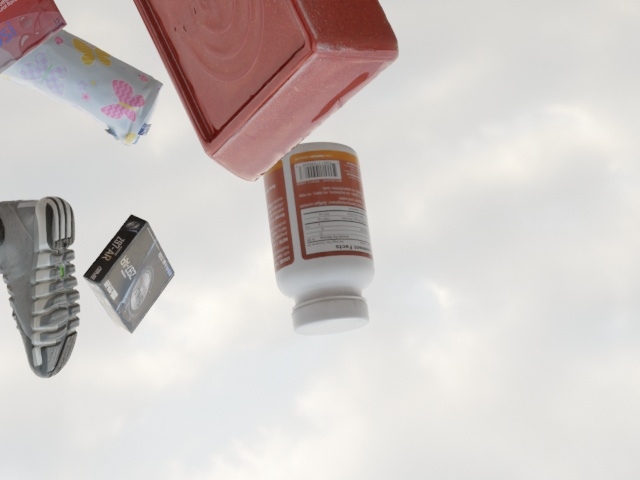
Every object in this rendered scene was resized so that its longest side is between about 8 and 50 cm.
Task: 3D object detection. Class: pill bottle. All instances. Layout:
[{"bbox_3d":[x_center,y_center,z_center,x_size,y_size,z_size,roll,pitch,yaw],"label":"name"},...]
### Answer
[{"bbox_3d":[0.000,0.000,1.266,0.121,0.121,0.216,-5,-105,-7],"label":"pill bottle"}]

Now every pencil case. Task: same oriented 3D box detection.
[{"bbox_3d":[-0.396,-0.266,1.733,0.273,0.124,0.113,29,-143,-13],"label":"pencil case"}]

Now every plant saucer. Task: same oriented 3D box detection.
[{"bbox_3d":[-0.075,-0.197,0.827,0.048,0.259,0.258,-23,174,-34],"label":"plant saucer"}]

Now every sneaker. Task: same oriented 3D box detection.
[{"bbox_3d":[-0.380,0.056,1.328,0.132,0.228,0.086,3,-177,18],"label":"sneaker"}]

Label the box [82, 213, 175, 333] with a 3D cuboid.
[{"bbox_3d":[-0.155,0.028,0.861,0.018,0.083,0.067,22,-117,23],"label":"box"}]

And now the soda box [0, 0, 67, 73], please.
[{"bbox_3d":[-0.419,-0.208,1.165,0.263,0.083,0.092,-43,-136,-22],"label":"soda box"}]
